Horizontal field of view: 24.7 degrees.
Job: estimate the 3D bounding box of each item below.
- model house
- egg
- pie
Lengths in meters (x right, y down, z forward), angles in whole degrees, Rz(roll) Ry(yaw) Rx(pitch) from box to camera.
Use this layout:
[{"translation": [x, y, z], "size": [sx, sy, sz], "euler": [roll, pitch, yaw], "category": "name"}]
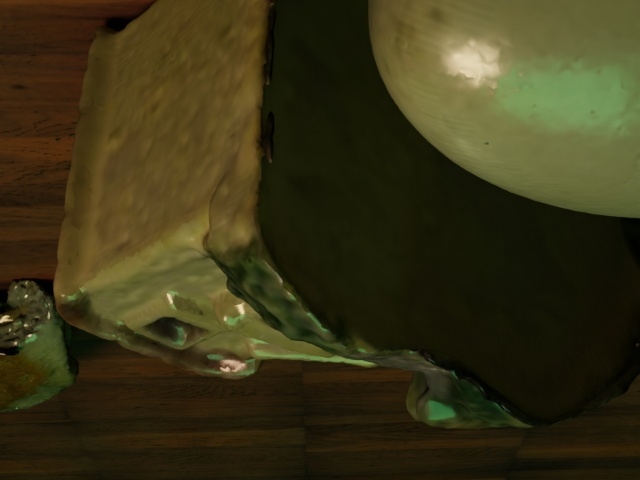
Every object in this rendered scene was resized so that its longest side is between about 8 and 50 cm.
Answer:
[{"translation": [0.000, 0.000, 0.850], "size": [0.321, 0.261, 0.266], "euler": [23, 148, -35], "category": "model house"}, {"translation": [0.145, -0.115, 0.601], "size": [0.295, 0.218, 0.218], "euler": [-19, 168, -35], "category": "egg"}, {"translation": [-0.354, 0.091, 1.255], "size": [0.302, 0.067, 0.302], "euler": [-1, 156, 0], "category": "pie"}]
